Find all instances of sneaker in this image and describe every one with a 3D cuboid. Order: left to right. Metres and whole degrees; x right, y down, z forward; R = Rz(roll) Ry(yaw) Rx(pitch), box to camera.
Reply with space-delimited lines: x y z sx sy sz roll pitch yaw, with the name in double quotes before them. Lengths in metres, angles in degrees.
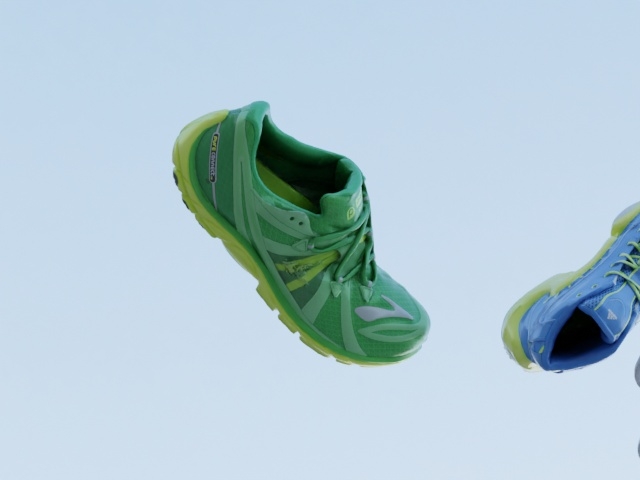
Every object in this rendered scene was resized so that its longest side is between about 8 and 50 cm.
"sneaker" 0.000 0.000 1.522 0.123 0.109 0.295 -29 -62 34
"sneaker" 0.272 0.044 1.548 0.240 0.126 0.091 -40 -77 3

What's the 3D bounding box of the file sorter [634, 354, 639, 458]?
"file sorter" 0.304 0.165 1.130 0.193 0.277 0.173 11 -42 -3
